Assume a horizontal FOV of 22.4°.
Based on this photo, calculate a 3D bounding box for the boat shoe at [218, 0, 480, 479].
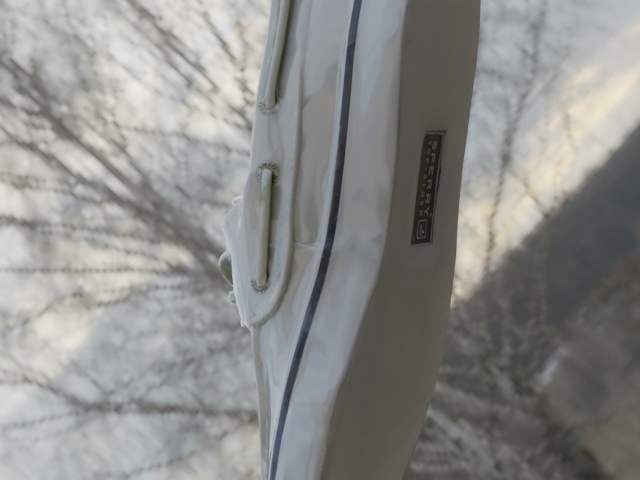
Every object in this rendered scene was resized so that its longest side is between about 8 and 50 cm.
[{"bbox_3d":[0.000,0.000,0.684,0.096,0.088,0.267,-9,-72,-59],"label":"boat shoe"}]
